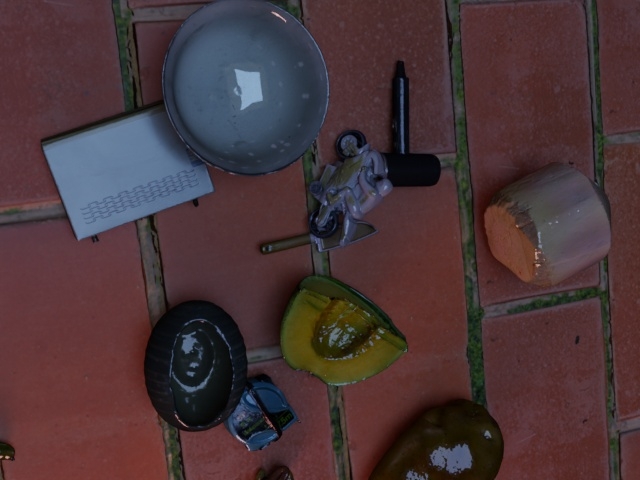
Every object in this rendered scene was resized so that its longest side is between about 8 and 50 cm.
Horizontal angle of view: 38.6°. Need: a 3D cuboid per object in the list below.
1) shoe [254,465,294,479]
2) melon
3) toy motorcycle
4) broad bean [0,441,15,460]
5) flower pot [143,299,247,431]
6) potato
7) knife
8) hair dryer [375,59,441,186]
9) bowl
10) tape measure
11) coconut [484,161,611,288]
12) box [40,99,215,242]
[{"bbox_3d":[-0.103,0.487,1.809,0.109,0.072,0.069,-17,140,-12],"label":"shoe"},{"bbox_3d":[0.017,0.178,1.794,0.265,0.129,0.169,30,108,-23],"label":"melon"},{"bbox_3d":[0.065,-0.099,1.768,0.074,0.151,0.228,31,78,-65],"label":"toy motorcycle"},{"bbox_3d":[-0.639,0.436,1.622,0.213,0.048,0.070,-43,107,-13],"label":"broad bean"},{"bbox_3d":[-0.230,0.231,1.684,0.189,0.157,0.243,1,94,-18],"label":"flower pot"},{"bbox_3d":[0.223,0.486,1.881,0.369,0.176,0.195,-43,135,-6],"label":"potato"},{"bbox_3d":[0.000,0.000,1.810,0.256,0.022,0.046,-13,95,-22],"label":"knife"},{"bbox_3d":[0.177,-0.232,1.828,0.128,0.070,0.255,1,91,-20],"label":"hair dryer"},{"bbox_3d":[-0.154,-0.272,1.653,0.313,0.146,0.313,-2,94,-26],"label":"bowl"},{"bbox_3d":[-0.125,0.336,1.776,0.125,0.081,0.146,-36,106,-16],"label":"tape measure"},{"bbox_3d":[0.481,-0.037,1.868,0.244,0.239,0.239,-23,103,-17],"label":"coconut"},{"bbox_3d":[-0.346,-0.127,1.660,0.270,0.045,0.210,-23,104,-16],"label":"box"}]
